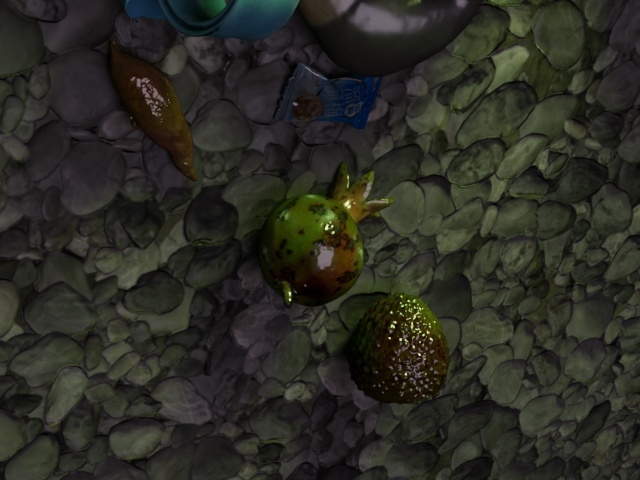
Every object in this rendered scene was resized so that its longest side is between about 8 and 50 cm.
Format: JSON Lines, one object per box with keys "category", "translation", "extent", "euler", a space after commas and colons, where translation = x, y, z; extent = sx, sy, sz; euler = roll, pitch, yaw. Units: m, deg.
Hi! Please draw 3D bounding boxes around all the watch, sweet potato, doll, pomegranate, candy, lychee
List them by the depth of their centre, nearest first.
{"category": "watch", "translation": [-0.111, -0.300, 1.253], "extent": [0.211, 0.193, 0.211], "euler": [-28, 137, -29]}
{"category": "doll", "translation": [0.106, -0.384, 1.322], "extent": [0.382, 0.252, 0.379], "euler": [37, 95, -33]}
{"category": "sweet potato", "translation": [-0.192, -0.145, 1.393], "extent": [0.068, 0.068, 0.226], "euler": [-36, 130, -8]}
{"category": "candy", "translation": [0.011, -0.190, 1.509], "extent": [0.136, 0.038, 0.088], "euler": [4, 128, -25]}
{"category": "pomegranate", "translation": [0.013, -0.002, 1.548], "extent": [0.220, 0.156, 0.156], "euler": [-32, 129, -17]}
{"category": "lychee", "translation": [0.116, 0.159, 1.703], "extent": [0.171, 0.171, 0.171], "euler": [-15, 123, -23]}
